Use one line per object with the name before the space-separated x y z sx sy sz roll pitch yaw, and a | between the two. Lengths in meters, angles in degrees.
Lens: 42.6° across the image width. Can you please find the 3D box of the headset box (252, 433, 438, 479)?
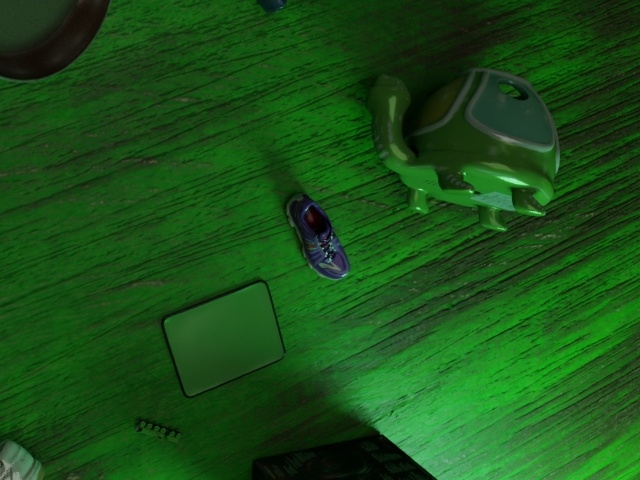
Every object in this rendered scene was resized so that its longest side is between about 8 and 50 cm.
headset box | 0.030 0.443 1.390 0.293 0.218 0.110 -5 104 -26

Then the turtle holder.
turtle holder | 0.237 -0.162 1.369 0.320 0.243 0.228 10 81 12

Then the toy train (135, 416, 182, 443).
toy train | -0.263 0.309 1.332 0.083 0.017 0.024 26 100 -28

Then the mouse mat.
mouse mat | -0.156 0.163 1.355 0.189 0.007 0.153 -20 110 -19

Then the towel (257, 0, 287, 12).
towel | -0.098 -0.394 1.220 0.029 0.067 0.119 -45 116 -8

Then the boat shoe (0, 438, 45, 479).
boat shoe | -0.536 0.394 1.180 0.277 0.098 0.096 -41 111 -17

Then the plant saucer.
plant saucer | -0.374 -0.357 1.028 0.310 0.050 0.311 -48 148 -44

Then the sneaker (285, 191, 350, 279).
sneaker | 0.000 0.000 1.357 0.068 0.071 0.170 -39 116 -13
